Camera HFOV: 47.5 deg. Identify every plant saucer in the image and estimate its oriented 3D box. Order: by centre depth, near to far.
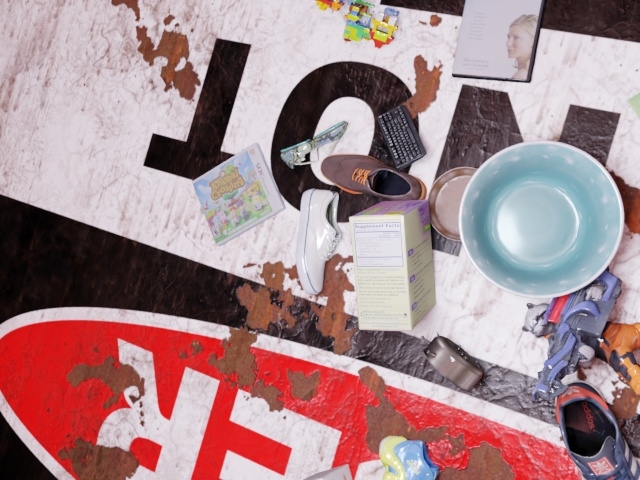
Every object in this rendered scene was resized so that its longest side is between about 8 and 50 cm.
[{"bbox_3d":[0.324,-0.080,1.637,0.168,0.029,0.168,-2,83,22],"label":"plant saucer"}]

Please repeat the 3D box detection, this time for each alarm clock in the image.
[{"bbox_3d":[0.302,0.272,1.562,0.192,0.129,0.064,40,98,-7],"label":"alarm clock"}]

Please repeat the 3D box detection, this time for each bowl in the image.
[{"bbox_3d":[0.444,-0.038,1.494,0.311,0.163,0.312,-1,87,13],"label":"bowl"}]

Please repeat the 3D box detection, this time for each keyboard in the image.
[{"bbox_3d":[0.172,-0.235,1.684,0.108,0.023,0.180,-30,48,17],"label":"keyboard"}]

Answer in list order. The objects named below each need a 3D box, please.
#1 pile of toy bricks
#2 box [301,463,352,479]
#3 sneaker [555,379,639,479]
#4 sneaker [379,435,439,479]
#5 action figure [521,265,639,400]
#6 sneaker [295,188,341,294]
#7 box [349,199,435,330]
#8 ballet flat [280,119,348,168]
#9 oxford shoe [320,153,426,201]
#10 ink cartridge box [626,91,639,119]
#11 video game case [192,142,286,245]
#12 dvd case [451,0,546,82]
[{"bbox_3d":[0.086,-0.528,1.762,0.212,0.118,0.105,22,122,8],"label":"pile of toy bricks"},{"bbox_3d":[0.014,0.587,1.618,0.091,0.170,0.130,-22,76,18],"label":"box"},{"bbox_3d":[0.556,0.447,1.414,0.131,0.148,0.350,-32,73,17],"label":"sneaker"},{"bbox_3d":[0.201,0.548,1.587,0.126,0.091,0.240,-12,79,21],"label":"sneaker"},{"bbox_3d":[0.538,0.233,1.426,0.330,0.178,0.341,30,62,29],"label":"action figure"},{"bbox_3d":[0.000,0.000,1.731,0.091,0.094,0.258,-3,82,27],"label":"sneaker"},{"bbox_3d":[0.160,0.048,1.561,0.117,0.213,0.243,-1,101,23],"label":"box"},{"bbox_3d":[-0.006,-0.230,1.785,0.188,0.070,0.070,-22,76,21],"label":"ballet flat"},{"bbox_3d":[0.112,-0.153,1.697,0.271,0.098,0.097,17,91,24],"label":"oxford shoe"},{"bbox_3d":[0.769,-0.288,1.458,0.235,0.056,0.171,-32,74,15],"label":"ink cartridge box"},{"bbox_3d":[-0.214,-0.118,1.874,0.212,0.023,0.193,-29,74,18],"label":"video game case"},{"bbox_3d":[0.408,-0.488,1.650,0.180,0.022,0.253,10,88,24],"label":"dvd case"}]
